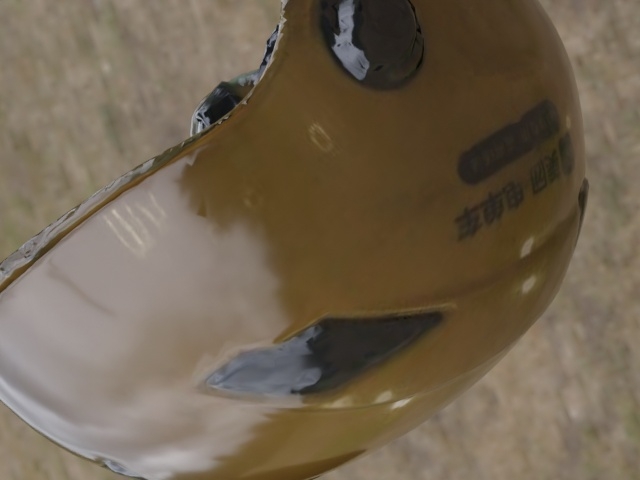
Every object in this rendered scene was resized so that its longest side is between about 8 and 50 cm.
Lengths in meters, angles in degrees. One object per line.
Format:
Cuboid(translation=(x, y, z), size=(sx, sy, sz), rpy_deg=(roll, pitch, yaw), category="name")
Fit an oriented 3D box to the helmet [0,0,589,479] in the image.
Cuboid(translation=(0.000, 0.000, 0.599), size=(0.130, 0.224, 0.198), rpy_deg=(43, 135, -2), category="helmet")
